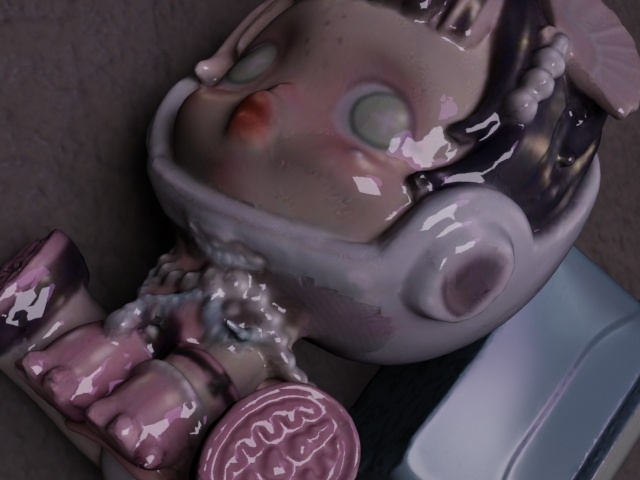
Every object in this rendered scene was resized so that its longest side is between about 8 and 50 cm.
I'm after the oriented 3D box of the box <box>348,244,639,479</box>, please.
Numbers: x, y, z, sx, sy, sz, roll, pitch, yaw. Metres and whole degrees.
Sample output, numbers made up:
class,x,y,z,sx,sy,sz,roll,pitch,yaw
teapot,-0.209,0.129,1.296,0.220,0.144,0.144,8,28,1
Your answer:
class,x,y,z,sx,sy,sz,roll,pitch,yaw
box,0.112,0.110,0.831,0.130,0.162,0.227,44,67,-10

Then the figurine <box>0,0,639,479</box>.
class,x,y,z,sx,sy,sz,roll,pitch,yaw
figurine,-0.008,-0.005,0.742,0.253,0.211,0.361,32,75,22
